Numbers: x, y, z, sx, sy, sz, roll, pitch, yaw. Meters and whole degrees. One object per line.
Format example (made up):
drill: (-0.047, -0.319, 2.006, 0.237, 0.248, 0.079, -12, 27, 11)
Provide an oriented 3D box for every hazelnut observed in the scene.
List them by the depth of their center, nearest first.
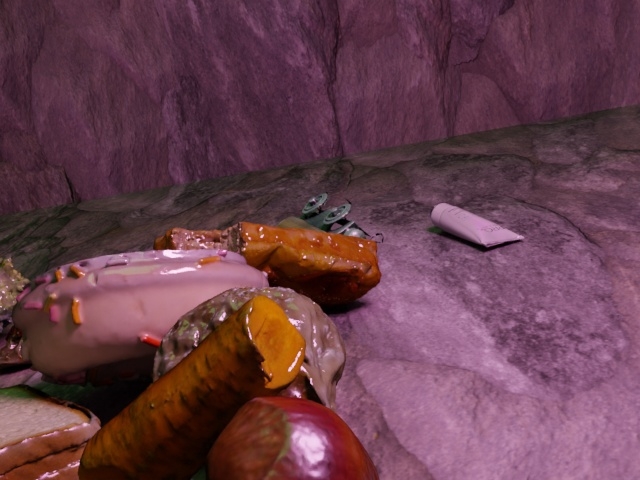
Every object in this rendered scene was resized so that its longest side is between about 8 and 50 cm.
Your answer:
hazelnut: (-0.032, 0.249, 0.953, 0.170, 0.160, 0.202, -21, 50, 9)

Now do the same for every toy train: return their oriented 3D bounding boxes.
toy train: (0.003, 0.007, 2.014, 0.189, 0.126, 0.307, -46, 20, -5)

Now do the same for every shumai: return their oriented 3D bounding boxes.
shumai: (-0.070, 0.168, 1.192, 0.256, 0.189, 0.218, -28, 20, -17)
shumai: (-0.529, 0.177, 1.754, 0.123, 0.105, 0.139, -11, -12, 13)

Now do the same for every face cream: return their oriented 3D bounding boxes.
face cream: (0.309, -0.026, 1.988, 0.092, 0.058, 0.243, -12, 19, -23)

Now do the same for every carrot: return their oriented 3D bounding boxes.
carrot: (-0.144, 0.192, 1.067, 0.302, 0.114, 0.114, -42, 5, 17)

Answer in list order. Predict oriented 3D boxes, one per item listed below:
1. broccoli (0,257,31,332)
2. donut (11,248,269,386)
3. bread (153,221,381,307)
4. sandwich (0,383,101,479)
broccoli: (-0.758, 0.116, 1.820, 0.338, 0.317, 0.277, -43, 12, 3)
donut: (-0.257, 0.122, 1.402, 0.382, 0.142, 0.382, -9, -15, -2)
bread: (-0.082, 0.039, 1.608, 0.380, 0.109, 0.185, 9, -18, -33)
sandwich: (-0.440, 0.279, 1.231, 0.271, 0.099, 0.301, -15, 10, -37)
